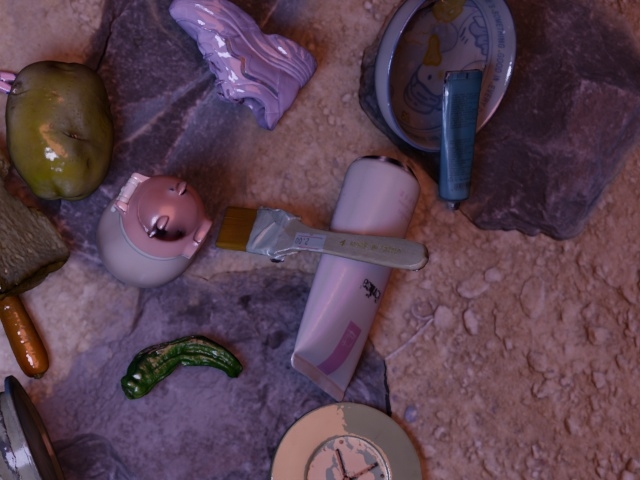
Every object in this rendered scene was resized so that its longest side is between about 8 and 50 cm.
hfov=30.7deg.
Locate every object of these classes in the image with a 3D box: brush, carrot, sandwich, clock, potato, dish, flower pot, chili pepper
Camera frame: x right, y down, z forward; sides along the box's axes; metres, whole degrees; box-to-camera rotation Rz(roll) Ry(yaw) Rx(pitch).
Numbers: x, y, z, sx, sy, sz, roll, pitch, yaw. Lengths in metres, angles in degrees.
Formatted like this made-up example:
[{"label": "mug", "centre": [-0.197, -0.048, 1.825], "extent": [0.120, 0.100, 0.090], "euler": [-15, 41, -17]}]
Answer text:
[{"label": "brush", "centre": [0.000, 0.000, 1.685], "extent": [0.336, 0.020, 0.085], "euler": [8, 65, 25]}, {"label": "carrot", "centre": [-0.445, 0.083, 1.640], "extent": [0.043, 0.043, 0.248], "euler": [-25, 86, -19]}, {"label": "sandwich", "centre": [-0.472, -0.043, 1.559], "extent": [0.095, 0.249, 0.273], "euler": [-36, 90, 18]}, {"label": "clock", "centre": [0.038, 0.359, 1.737], "extent": [0.235, 0.029, 0.235], "euler": [3, 77, -15]}, {"label": "potato", "centre": [-0.370, -0.156, 1.656], "extent": [0.154, 0.137, 0.200], "euler": [3, 77, -17]}, {"label": "dish", "centre": [0.169, -0.289, 1.842], "extent": [0.273, 0.134, 0.273], "euler": [-19, 123, -33]}, {"label": "flower pot", "centre": [-0.450, 0.316, 1.520], "extent": [0.202, 0.212, 0.212], "euler": [-27, 88, -9]}, {"label": "chili pepper", "centre": [-0.204, 0.179, 1.688], "extent": [0.182, 0.050, 0.073], "euler": [-11, 76, -21]}]

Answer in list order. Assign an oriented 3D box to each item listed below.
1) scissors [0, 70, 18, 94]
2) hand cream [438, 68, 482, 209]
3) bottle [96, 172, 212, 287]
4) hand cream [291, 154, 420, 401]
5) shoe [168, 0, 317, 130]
[{"label": "scissors", "centre": [-0.448, -0.229, 1.712], "extent": [0.113, 0.012, 0.039], "euler": [17, 75, -12]}, {"label": "hand cream", "centre": [0.216, -0.157, 1.834], "extent": [0.083, 0.048, 0.224], "euler": [-9, 111, -37]}, {"label": "bottle", "centre": [-0.227, -0.021, 1.619], "extent": [0.147, 0.236, 0.148], "euler": [3, 79, -17]}, {"label": "hand cream", "centre": [0.050, 0.049, 1.742], "extent": [0.118, 0.185, 0.359], "euler": [9, 71, 27]}, {"label": "shoe", "centre": [-0.133, -0.274, 1.772], "extent": [0.245, 0.095, 0.138], "euler": [29, 70, -16]}]
